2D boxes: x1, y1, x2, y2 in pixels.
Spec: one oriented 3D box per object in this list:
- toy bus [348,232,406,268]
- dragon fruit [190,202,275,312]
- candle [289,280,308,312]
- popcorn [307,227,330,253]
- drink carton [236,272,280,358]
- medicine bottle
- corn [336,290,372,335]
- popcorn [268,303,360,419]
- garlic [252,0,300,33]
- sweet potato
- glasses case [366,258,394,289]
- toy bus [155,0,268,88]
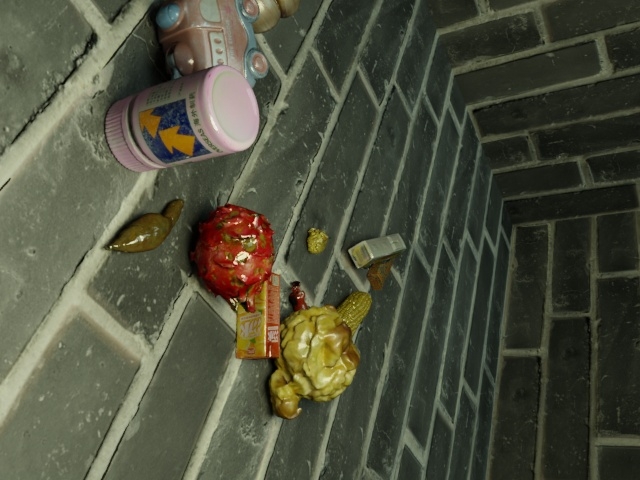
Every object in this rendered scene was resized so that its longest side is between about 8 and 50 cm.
[{"bbox_3d":[0.204,0.034,2.314,0.268,0.106,0.092,-11,71,-54],"label":"toy bus"},{"bbox_3d":[-0.203,0.044,1.561,0.205,0.210,0.268,62,20,-84],"label":"dragon fruit"},{"bbox_3d":[-0.035,0.280,1.942,0.051,0.048,0.329,-22,106,-17],"label":"candle"},{"bbox_3d":[0.000,0.000,2.034,0.084,0.084,0.084,21,66,-57],"label":"popcorn"},{"bbox_3d":[-0.160,0.194,1.694,0.071,0.096,0.223,22,64,-57],"label":"drink carton"},{"bbox_3d":[-0.292,-0.249,1.377,0.178,0.291,0.178,22,64,-56],"label":"medicine bottle"},{"bbox_3d":[0.087,0.246,2.112,0.293,0.106,0.106,-47,123,-59],"label":"corn"},{"bbox_3d":[-0.028,0.336,1.791,0.265,0.225,0.332,37,74,-37],"label":"popcorn"},{"bbox_3d":[-0.170,-0.637,1.765,0.191,0.214,0.160,40,59,-63],"label":"garlic"},{"bbox_3d":[-0.360,-0.029,1.429,0.269,0.075,0.075,-48,125,-57],"label":"sweet potato"},{"bbox_3d":[0.235,0.084,2.446,0.075,0.049,0.218,63,35,-30],"label":"glasses case"},{"bbox_3d":[-0.279,-0.475,1.567,0.232,0.197,0.294,-14,97,-49],"label":"toy bus"}]
